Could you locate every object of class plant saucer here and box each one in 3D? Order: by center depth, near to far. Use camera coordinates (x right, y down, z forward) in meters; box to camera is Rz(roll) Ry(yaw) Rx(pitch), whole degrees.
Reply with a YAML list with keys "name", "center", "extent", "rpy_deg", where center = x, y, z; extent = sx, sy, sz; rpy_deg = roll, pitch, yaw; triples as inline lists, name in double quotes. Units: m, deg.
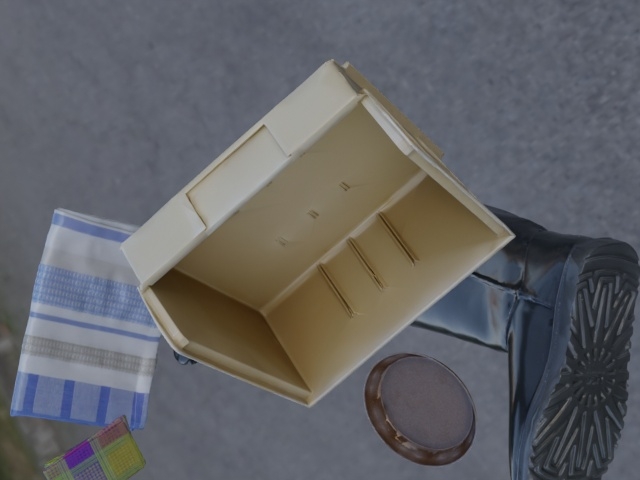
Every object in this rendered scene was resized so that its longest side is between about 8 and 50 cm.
- name: "plant saucer"
  center: [0.136, 0.220, 1.687]
  extent: [0.168, 0.029, 0.168]
  rpy_deg: [13, 117, 27]

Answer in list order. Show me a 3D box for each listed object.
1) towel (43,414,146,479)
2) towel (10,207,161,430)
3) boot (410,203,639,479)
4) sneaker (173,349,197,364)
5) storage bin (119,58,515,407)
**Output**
- name: "towel"
  center: [-0.191, 0.192, 1.087]
  extent: [0.009, 0.083, 0.060]
  rpy_deg: [29, 145, 50]
- name: "towel"
  center: [-0.296, 0.109, 1.718]
  extent: [0.034, 0.209, 0.285]
  rpy_deg: [6, 82, 51]
- name: "boot"
  center: [0.230, 0.137, 1.771]
  extent: [0.445, 0.146, 0.367]
  rpy_deg: [18, 95, 58]
- name: "sneaker"
  center: [-0.163, 0.044, 1.661]
  extent: [0.106, 0.078, 0.234]
  rpy_deg: [22, 103, 17]
- name: "storage bin"
  center: [0.000, 0.000, 1.145]
  extent: [0.123, 0.262, 0.260]
  rpy_deg: [56, -168, 30]
